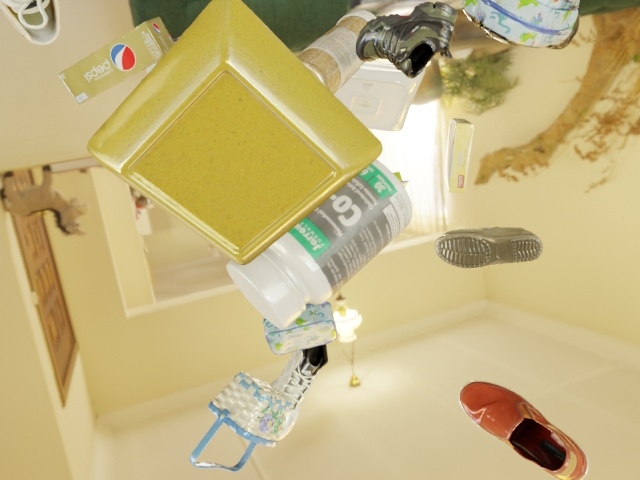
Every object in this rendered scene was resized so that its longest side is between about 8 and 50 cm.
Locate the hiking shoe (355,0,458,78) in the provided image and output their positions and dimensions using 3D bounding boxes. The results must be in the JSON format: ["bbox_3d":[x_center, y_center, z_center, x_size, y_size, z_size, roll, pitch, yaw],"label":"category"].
[{"bbox_3d":[0.147,-0.358,1.042,0.086,0.114,0.227,13,170,-40],"label":"hiking shoe"}]

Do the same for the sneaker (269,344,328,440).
[{"bbox_3d":[-0.109,0.558,2.190,0.447,0.169,0.257,-61,177,-29],"label":"sneaker"}]

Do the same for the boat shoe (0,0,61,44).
[{"bbox_3d":[-0.470,-0.414,0.880,0.136,0.156,0.367,-33,-178,-23],"label":"boat shoe"}]

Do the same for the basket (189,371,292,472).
[{"bbox_3d":[-0.239,0.557,1.676,0.201,0.289,0.255,33,175,33],"label":"basket"}]

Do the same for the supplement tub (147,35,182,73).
[{"bbox_3d":[-0.311,-0.504,1.646,0.331,0.241,0.241,-20,-172,7],"label":"supplement tub"}]

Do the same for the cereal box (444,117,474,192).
[{"bbox_3d":[0.361,-0.229,1.472,0.047,0.173,0.240,5,-163,8],"label":"cereal box"}]

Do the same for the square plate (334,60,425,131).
[{"bbox_3d":[0.149,-0.483,1.920,0.347,0.049,0.344,5,156,-4],"label":"square plate"}]

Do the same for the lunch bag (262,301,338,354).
[{"bbox_3d":[-0.061,0.269,1.708,0.219,0.176,0.090,-14,-126,1],"label":"lunch bag"}]

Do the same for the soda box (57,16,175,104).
[{"bbox_3d":[-0.322,-0.286,0.893,0.181,0.058,0.061,-20,-155,19],"label":"soda box"}]

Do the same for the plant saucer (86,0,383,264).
[{"bbox_3d":[-0.127,-0.120,0.831,0.333,0.333,0.081,-38,-151,23],"label":"plant saucer"}]

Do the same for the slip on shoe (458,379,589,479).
[{"bbox_3d":[0.451,0.425,1.288,0.101,0.123,0.331,32,-179,-42],"label":"slip on shoe"}]

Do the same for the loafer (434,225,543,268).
[{"bbox_3d":[0.438,0.014,1.471,0.268,0.102,0.092,2,-159,13],"label":"loafer"}]

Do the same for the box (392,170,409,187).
[{"bbox_3d":[0.186,-0.174,1.812,0.178,0.042,0.109,-10,161,-11],"label":"box"}]

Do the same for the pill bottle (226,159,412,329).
[{"bbox_3d":[0.000,0.000,1.145,0.361,0.204,0.204,-42,-159,-18],"label":"pill bottle"}]

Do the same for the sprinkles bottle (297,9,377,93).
[{"bbox_3d":[0.032,-0.421,1.294,0.121,0.121,0.355,-4,-146,34],"label":"sprinkles bottle"}]

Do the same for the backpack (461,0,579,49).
[{"bbox_3d":[0.532,-0.640,1.493,0.355,0.290,0.273,-28,159,-33],"label":"backpack"}]
